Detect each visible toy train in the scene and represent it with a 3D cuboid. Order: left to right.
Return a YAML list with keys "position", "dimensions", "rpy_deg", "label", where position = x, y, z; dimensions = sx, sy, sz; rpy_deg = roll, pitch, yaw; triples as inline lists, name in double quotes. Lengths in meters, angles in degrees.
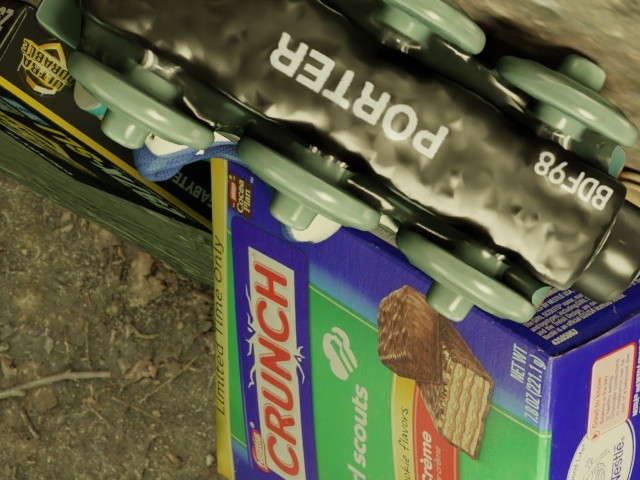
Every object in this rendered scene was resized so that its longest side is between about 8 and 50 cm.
- position: [0.009, -0.076, 0.835]
  dimensions: [0.334, 0.142, 0.190]
  rpy_deg: [28, -175, -12]
  label: "toy train"

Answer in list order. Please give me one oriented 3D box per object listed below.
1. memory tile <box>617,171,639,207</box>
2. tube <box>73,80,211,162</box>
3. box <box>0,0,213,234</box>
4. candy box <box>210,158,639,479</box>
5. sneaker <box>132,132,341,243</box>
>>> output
- position: [0.161, -0.032, 0.977]
  dimensions: [0.148, 0.012, 0.113]
  rpy_deg: [30, 172, -2]
  label: "memory tile"
- position: [-0.122, -0.096, 1.453]
  dimensions: [0.080, 0.052, 0.207]
  rpy_deg: [28, 179, 44]
  label: "tube"
- position: [-0.247, -0.129, 1.573]
  dimensions: [0.257, 0.079, 0.322]
  rpy_deg: [19, 167, 44]
  label: "box"
- position: [0.066, 0.093, 1.065]
  dimensions: [0.317, 0.122, 0.268]
  rpy_deg: [32, 133, 44]
  label: "candy box"
- position: [-0.092, -0.107, 0.958]
  dimensions: [0.296, 0.131, 0.112]
  rpy_deg: [30, 174, -1]
  label: "sneaker"
